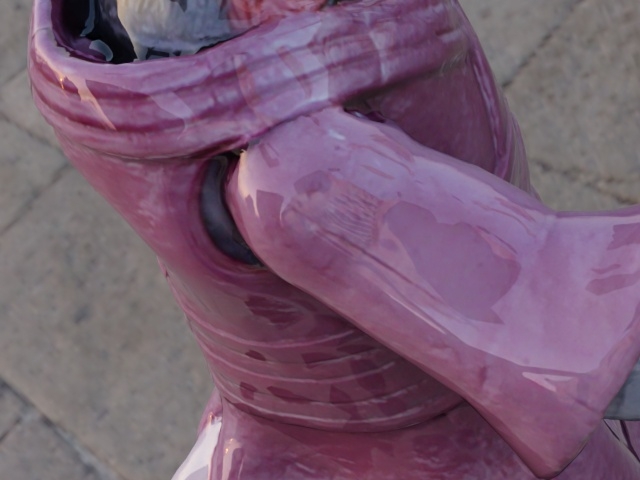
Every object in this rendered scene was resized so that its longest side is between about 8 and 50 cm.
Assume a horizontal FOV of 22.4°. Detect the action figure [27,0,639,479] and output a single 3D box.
[{"bbox_3d":[0.000,0.000,0.428,0.276,0.370,0.248,-27,43,0],"label":"action figure"}]
